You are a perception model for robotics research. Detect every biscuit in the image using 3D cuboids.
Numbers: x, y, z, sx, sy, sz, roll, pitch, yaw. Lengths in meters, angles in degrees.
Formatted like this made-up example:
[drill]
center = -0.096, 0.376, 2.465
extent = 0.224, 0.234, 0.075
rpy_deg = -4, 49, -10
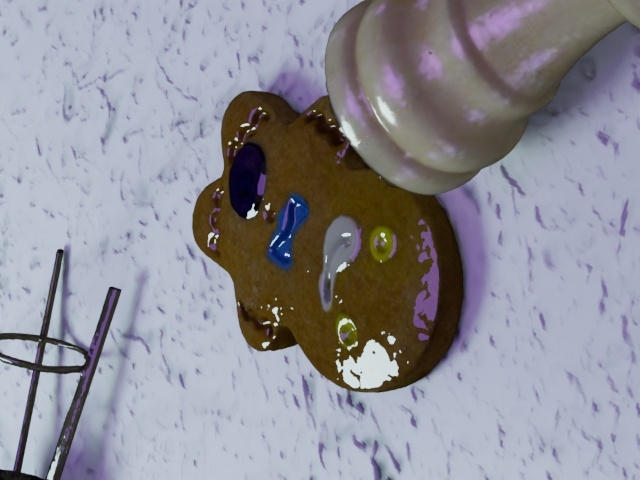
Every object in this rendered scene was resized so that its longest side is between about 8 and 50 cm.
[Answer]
[biscuit]
center = 0.000, 0.000, 1.119
extent = 0.236, 0.039, 0.179
rpy_deg = 36, 116, 40

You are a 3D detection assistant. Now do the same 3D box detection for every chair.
[chair]
center = -0.220, 0.120, 1.323
extent = 0.104, 0.095, 0.221
rpy_deg = 29, 113, 57

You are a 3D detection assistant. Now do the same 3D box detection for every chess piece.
[chess piece]
center = 0.168, -0.148, 0.870
extent = 0.397, 0.117, 0.117
rpy_deg = -30, 69, 43
